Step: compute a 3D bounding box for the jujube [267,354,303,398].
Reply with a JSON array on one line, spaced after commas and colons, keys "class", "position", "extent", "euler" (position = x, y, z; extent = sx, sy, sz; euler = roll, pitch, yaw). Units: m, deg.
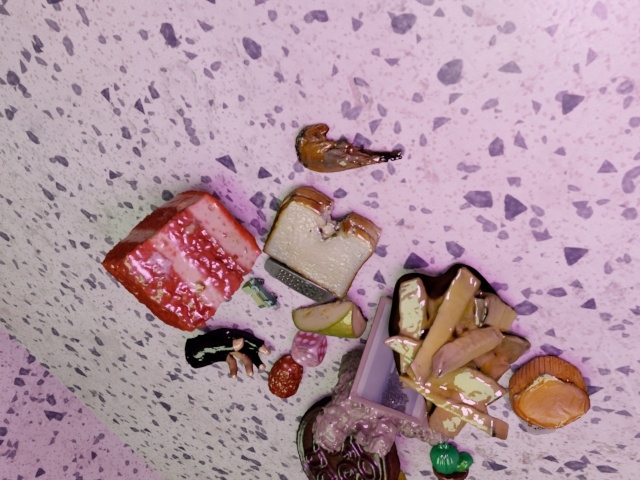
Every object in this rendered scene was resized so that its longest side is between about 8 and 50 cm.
[{"class": "jujube", "position": [-0.119, 0.468, 1.857], "extent": [0.112, 0.109, 0.176], "euler": [2, 128, -22]}]

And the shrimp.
[{"class": "shrimp", "position": [0.054, -0.211, 1.240], "extent": [0.262, 0.066, 0.117], "euler": [-2, 125, 26]}]

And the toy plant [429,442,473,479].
[{"class": "toy plant", "position": [0.440, 0.752, 1.806], "extent": [0.143, 0.105, 0.200], "euler": [0, 115, 17]}]

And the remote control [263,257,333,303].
[{"class": "remote control", "position": [-0.064, 0.117, 1.581], "extent": [0.222, 0.042, 0.072], "euler": [30, 135, 0]}]

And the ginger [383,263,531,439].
[{"class": "ginger", "position": [0.349, 0.268, 1.294], "extent": [0.359, 0.211, 0.413], "euler": [-19, 104, 1]}]

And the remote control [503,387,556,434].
[{"class": "remote control", "position": [0.608, 0.496, 1.560], "extent": [0.088, 0.029, 0.190], "euler": [-21, 115, 38]}]

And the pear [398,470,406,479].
[{"class": "pear", "position": [0.211, 0.892, 1.962], "extent": [0.200, 0.200, 0.199], "euler": [14, 131, 16]}]

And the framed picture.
[{"class": "framed picture", "position": [0.216, 0.320, 1.442], "extent": [0.213, 0.289, 0.016], "euler": [21, 167, -3]}]

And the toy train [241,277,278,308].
[{"class": "toy train", "position": [-0.189, 0.168, 1.682], "extent": [0.081, 0.050, 0.122], "euler": [-21, 115, 42]}]

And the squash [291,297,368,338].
[{"class": "squash", "position": [-0.006, 0.227, 1.569], "extent": [0.252, 0.093, 0.169], "euler": [5, 154, 22]}]

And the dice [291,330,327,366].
[{"class": "dice", "position": [-0.036, 0.342, 1.714], "extent": [0.093, 0.094, 0.091], "euler": [7, 128, 20]}]

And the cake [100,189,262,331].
[{"class": "cake", "position": [-0.366, 0.042, 1.447], "extent": [0.269, 0.319, 0.270], "euler": [51, 155, -24]}]

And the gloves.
[{"class": "gloves", "position": [-0.322, 0.381, 1.853], "extent": [0.301, 0.152, 0.197], "euler": [12, 152, 10]}]

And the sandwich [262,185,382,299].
[{"class": "sandwich", "position": [0.001, -0.001, 1.417], "extent": [0.273, 0.095, 0.249], "euler": [30, 134, 0]}]

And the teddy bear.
[{"class": "teddy bear", "position": [0.199, 0.488, 1.547], "extent": [0.368, 0.357, 0.224], "euler": [29, 123, 2]}]

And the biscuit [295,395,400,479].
[{"class": "biscuit", "position": [0.080, 0.747, 1.866], "extent": [0.408, 0.091, 0.407], "euler": [7, 103, 35]}]

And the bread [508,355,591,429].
[{"class": "bread", "position": [0.602, 0.399, 1.424], "extent": [0.199, 0.104, 0.199], "euler": [7, 122, 12]}]
